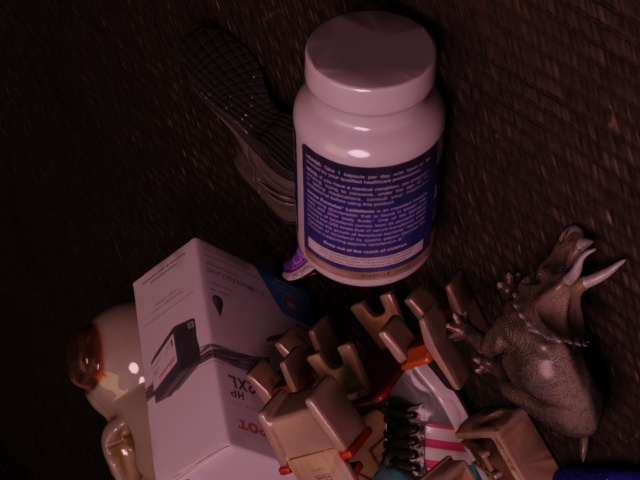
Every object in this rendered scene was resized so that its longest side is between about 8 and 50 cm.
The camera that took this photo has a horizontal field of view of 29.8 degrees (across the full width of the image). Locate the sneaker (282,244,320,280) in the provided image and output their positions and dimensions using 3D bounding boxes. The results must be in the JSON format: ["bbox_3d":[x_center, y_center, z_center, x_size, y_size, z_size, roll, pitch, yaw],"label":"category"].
[{"bbox_3d":[0.000,0.000,1.513,0.170,0.068,0.071,-40,70,54],"label":"sneaker"}]

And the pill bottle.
[{"bbox_3d":[0.048,-0.090,1.220,0.153,0.153,0.264,38,148,30],"label":"pill bottle"}]

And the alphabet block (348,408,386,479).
[{"bbox_3d":[0.066,0.390,1.670,0.193,0.197,0.192,41,150,26],"label":"alphabet block"}]

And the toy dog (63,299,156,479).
[{"bbox_3d":[-0.245,0.277,1.956,0.408,0.284,0.395,44,150,25],"label":"toy dog"}]

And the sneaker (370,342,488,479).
[{"bbox_3d":[0.101,0.273,1.497,0.295,0.178,0.124,60,161,-9],"label":"sneaker"}]

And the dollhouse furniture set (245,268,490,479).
[{"bbox_3d":[0.045,0.174,1.349,0.262,0.259,0.135,-21,104,36],"label":"dollhouse furniture set"}]

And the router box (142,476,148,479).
[{"bbox_3d":[-0.159,0.536,2.203,0.335,0.082,0.301,32,166,37],"label":"router box"}]

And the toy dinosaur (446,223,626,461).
[{"bbox_3d":[0.226,0.132,1.221,0.160,0.121,0.313,36,145,58],"label":"toy dinosaur"}]

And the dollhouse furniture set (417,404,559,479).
[{"bbox_3d":[0.206,0.311,1.401,0.182,0.161,0.101,59,152,-6],"label":"dollhouse furniture set"}]

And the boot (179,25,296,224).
[{"bbox_3d":[-0.095,-0.133,1.486,0.246,0.083,0.161,51,158,12],"label":"boot"}]

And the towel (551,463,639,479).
[{"bbox_3d":[0.378,0.336,1.249,0.227,0.076,0.308,57,152,-5],"label":"towel"}]

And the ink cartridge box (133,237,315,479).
[{"bbox_3d":[-0.103,0.181,1.529,0.129,0.223,0.307,-35,48,26],"label":"ink cartridge box"}]
